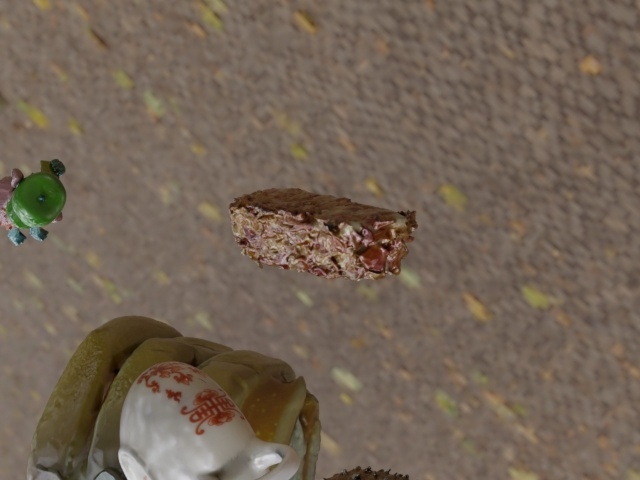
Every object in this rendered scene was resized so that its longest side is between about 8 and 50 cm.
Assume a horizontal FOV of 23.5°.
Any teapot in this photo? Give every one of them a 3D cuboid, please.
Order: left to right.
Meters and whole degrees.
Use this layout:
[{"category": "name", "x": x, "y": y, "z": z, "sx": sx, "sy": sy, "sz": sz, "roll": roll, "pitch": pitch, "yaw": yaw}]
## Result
[{"category": "teapot", "x": -0.094, "y": 0.175, "z": 1.246, "sx": 0.245, "sy": 0.116, "sz": 0.159, "roll": 12, "pitch": 118, "yaw": 56}]

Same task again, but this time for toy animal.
[{"category": "toy animal", "x": -0.357, "y": -0.052, "z": 1.906, "sx": 0.100, "sy": 0.103, "sz": 0.208, "roll": 45, "pitch": 163, "yaw": -2}]

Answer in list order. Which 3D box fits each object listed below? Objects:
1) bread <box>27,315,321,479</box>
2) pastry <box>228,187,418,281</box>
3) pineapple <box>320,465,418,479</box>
[{"category": "bread", "x": -0.184, "y": 0.244, "z": 1.694, "sx": 0.341, "sy": 0.300, "sz": 0.210, "roll": 21, "pitch": -168, "yaw": 32}, {"category": "pastry", "x": 0.002, "y": 0.000, "z": 1.113, "sx": 0.169, "sy": 0.087, "sz": 0.063, "roll": 14, "pitch": 108, "yaw": 51}, {"category": "pineapple", "x": 0.118, "y": 0.402, "z": 2.080, "sx": 0.202, "sy": 0.202, "sz": 0.362, "roll": 48, "pitch": 151, "yaw": -15}]
